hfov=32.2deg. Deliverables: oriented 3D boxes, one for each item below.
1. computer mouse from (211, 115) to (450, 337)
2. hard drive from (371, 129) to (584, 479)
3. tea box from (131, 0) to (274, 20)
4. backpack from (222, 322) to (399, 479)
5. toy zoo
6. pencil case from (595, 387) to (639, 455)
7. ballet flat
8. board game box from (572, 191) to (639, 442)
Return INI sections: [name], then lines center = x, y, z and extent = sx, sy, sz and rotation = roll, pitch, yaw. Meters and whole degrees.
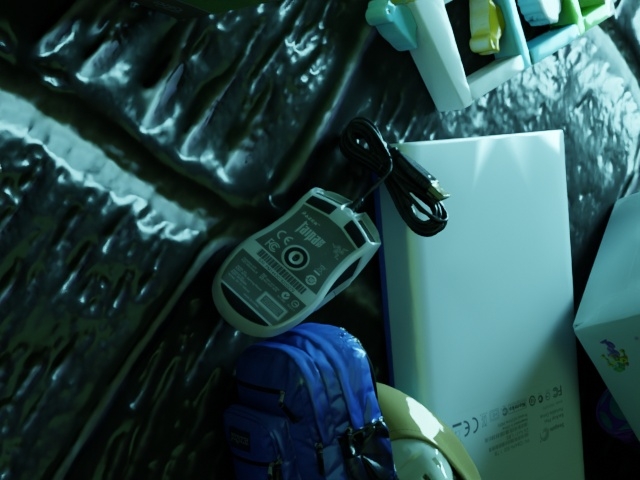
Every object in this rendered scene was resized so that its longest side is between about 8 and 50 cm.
[computer mouse]
center = 0.000, 0.000, 0.772
extent = 0.106, 0.042, 0.193
rotation = 43, 63, 13
[hard drive]
center = 0.136, 0.075, 0.910
extent = 0.210, 0.040, 0.319
rotation = -9, 96, -42
[tea box]
center = -0.039, -0.315, 0.556
extent = 0.220, 0.323, 0.329
rotation = 12, 81, -43
[backpack]
center = -0.010, 0.120, 0.738
extent = 0.101, 0.098, 0.120
rotation = -16, 102, -38
[toy zoo]
center = 0.140, -0.232, 0.921
extent = 0.293, 0.030, 0.192
rotation = -33, 111, -38
[pencil case]
center = 0.327, 0.189, 1.072
extent = 0.151, 0.064, 0.070
rotation = 39, 53, -35
[ballet flat]
center = 0.093, 0.198, 0.800
extent = 0.080, 0.073, 0.232
rotation = -40, 98, 4
[board game box]
center = 0.358, 0.124, 1.008
extent = 0.303, 0.097, 0.224
rotation = 56, 38, -17
